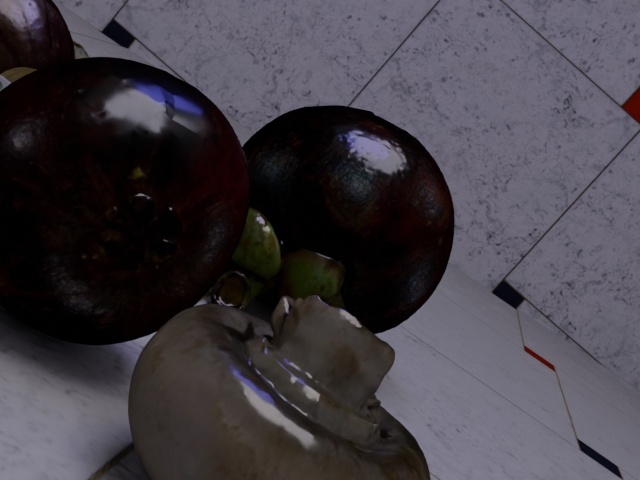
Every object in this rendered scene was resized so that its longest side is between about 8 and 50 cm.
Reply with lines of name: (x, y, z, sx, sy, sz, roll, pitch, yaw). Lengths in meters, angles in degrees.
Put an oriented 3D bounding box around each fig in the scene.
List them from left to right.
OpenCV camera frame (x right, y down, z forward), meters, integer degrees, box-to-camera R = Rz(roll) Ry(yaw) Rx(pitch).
fig: (-0.362, -0.194, 1.299, 0.249, 0.186, 0.203, 47, -7, 23)

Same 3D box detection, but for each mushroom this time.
mushroom: (-0.020, 0.128, 0.764, 0.226, 0.178, 0.226, 43, 6, -6)

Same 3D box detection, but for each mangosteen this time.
mangosteen: (-0.186, -0.045, 0.910, 0.235, 0.235, 0.261, 29, 5, -31)
mangosteen: (0.000, 0.000, 1.384, 0.306, 0.359, 0.306, 30, -27, 17)

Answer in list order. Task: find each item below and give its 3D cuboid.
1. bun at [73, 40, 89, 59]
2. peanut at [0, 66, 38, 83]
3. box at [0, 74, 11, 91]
bun: (-0.407, -0.261, 1.678, 0.167, 0.113, 0.173, 35, 6, 7)
peanut: (-0.276, -0.091, 1.144, 0.159, 0.143, 0.291, 28, 1, 19)
box: (-0.380, -0.106, 0.832, 0.173, 0.145, 0.333, 38, 9, 11)
